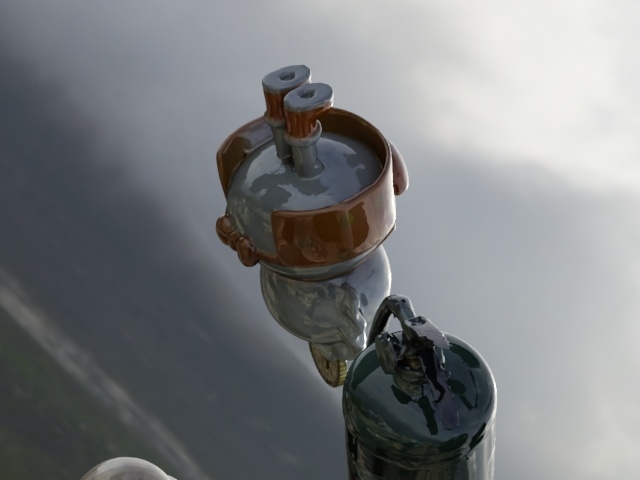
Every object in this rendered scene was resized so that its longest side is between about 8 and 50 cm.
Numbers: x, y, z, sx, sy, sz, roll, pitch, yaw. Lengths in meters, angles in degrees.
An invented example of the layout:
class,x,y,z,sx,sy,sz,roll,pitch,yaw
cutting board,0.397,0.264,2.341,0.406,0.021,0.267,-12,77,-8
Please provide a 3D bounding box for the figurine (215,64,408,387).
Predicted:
class,x,y,z,sx,sy,sz,roll,pitch,yaw
figurine,-0.009,0.001,1.175,0.143,0.143,0.271,39,-48,40

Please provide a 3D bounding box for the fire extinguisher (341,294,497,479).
class,x,y,z,sx,sy,sz,roll,pitch,yaw
fire extinguisher,0.057,0.126,0.944,0.294,0.093,0.118,85,-15,-48

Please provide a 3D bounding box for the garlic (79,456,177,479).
class,x,y,z,sx,sy,sz,roll,pitch,yaw
garlic,-0.190,0.313,1.387,0.199,0.226,0.199,57,-6,10
